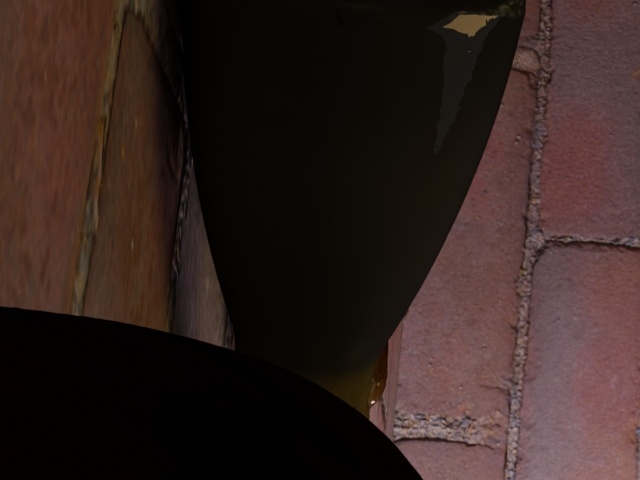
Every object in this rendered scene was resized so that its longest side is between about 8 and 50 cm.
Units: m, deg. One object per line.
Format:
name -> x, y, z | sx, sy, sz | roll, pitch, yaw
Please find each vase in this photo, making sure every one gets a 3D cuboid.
vase -> 0.000, 0.000, 1.004 | 0.173, 0.173, 0.321 | -71, 170, -68

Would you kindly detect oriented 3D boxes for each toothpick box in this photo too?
toothpick box -> -0.065, 0.160, 0.360 | 0.192, 0.192, 0.294 | 69, 31, -76

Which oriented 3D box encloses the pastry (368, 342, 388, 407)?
pastry -> -0.002, 0.022, 1.252 | 0.192, 0.093, 0.182 | -86, 175, -46
